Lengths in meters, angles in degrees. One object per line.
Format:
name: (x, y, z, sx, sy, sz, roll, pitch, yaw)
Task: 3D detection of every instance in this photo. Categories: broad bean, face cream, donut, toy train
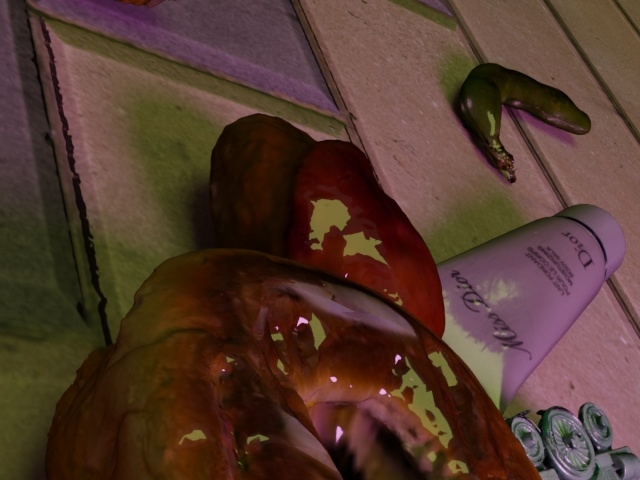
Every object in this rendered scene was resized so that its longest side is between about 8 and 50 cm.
broad bean: (0.240, -0.157, 1.311, 0.144, 0.049, 0.292, 53, 34, 6)
face cream: (0.174, 0.048, 0.959, 0.143, 0.089, 0.314, 49, 42, 12)
donut: (-0.004, 0.151, 0.564, 0.330, 0.160, 0.330, 41, 22, -21)
toy train: (0.173, 0.178, 0.795, 0.178, 0.071, 0.105, 0, 58, -46)
broad bean: (0.003, -0.002, 0.775, 0.156, 0.122, 0.228, 3, 52, -44)

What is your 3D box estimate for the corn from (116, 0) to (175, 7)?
corn: (-0.216, -0.266, 0.886, 0.261, 0.097, 0.097, 19, 38, -28)
